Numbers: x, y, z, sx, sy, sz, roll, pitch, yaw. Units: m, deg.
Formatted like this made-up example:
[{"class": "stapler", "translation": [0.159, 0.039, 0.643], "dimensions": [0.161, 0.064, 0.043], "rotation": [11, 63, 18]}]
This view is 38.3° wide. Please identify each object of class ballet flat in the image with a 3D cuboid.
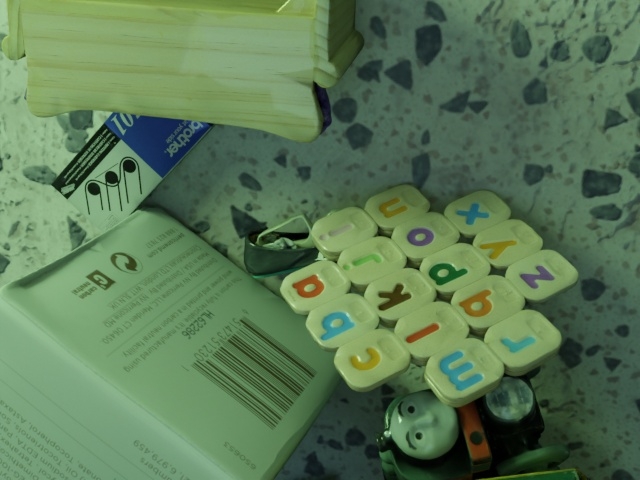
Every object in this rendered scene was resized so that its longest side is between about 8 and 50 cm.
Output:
[{"class": "ballet flat", "translation": [0.000, 0.000, 1.091], "dimensions": [0.203, 0.074, 0.074], "rotation": [-7, 109, 18]}]

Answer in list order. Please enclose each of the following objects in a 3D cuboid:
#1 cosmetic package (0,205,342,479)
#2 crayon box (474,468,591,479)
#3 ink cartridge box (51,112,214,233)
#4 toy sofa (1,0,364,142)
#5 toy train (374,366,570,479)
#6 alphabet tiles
[{"class": "cosmetic package", "translation": [-0.230, 0.238, 1.077], "dimensions": [0.327, 0.329, 0.394], "rotation": [36, 115, 5]}, {"class": "crayon box", "translation": [0.147, 0.329, 0.955], "dimensions": [0.313, 0.363, 0.106], "rotation": [-14, 64, 20]}, {"class": "ink cartridge box", "translation": [-0.224, -0.107, 1.111], "dimensions": [0.097, 0.046, 0.207], "rotation": [44, 114, -8]}, {"class": "toy sofa", "translation": [-0.142, -0.225, 0.989], "dimensions": [0.362, 0.150, 0.177], "rotation": [6, 116, 10]}, {"class": "toy train", "translation": [0.160, 0.234, 1.032], "dimensions": [0.190, 0.334, 0.142], "rotation": [-15, 64, 1]}, {"class": "alphabet tiles", "translation": [0.114, 0.047, 0.974], "dimensions": [0.277, 0.284, 0.021], "rotation": [-24, 139, -18]}]
